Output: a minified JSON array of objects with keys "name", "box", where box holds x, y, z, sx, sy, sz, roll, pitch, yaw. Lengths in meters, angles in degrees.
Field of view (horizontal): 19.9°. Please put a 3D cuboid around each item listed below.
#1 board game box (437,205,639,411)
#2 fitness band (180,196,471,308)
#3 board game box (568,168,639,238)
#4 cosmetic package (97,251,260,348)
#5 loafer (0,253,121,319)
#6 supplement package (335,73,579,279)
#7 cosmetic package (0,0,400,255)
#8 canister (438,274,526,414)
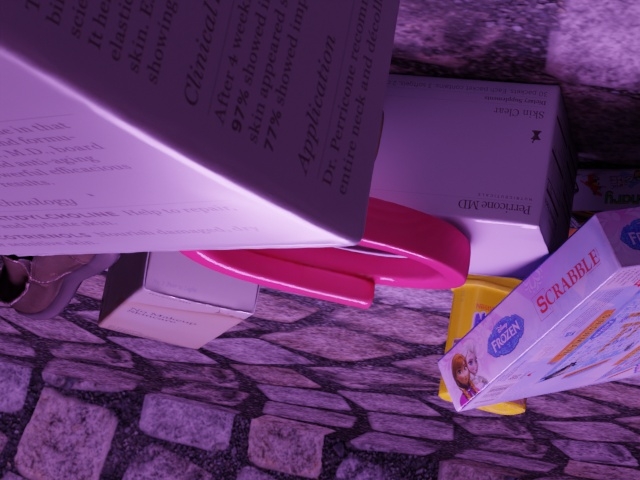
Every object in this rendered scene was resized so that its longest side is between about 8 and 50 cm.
[{"name":"board game box","box":[0.329,0.059,1.875,0.318,0.066,0.318,-7,154,-33]},{"name":"fitness band","box":[0.000,0.000,1.747,0.291,0.054,0.209,12,161,-9]},{"name":"board game box","box":[0.373,-0.007,2.027,0.193,0.053,0.305,0,162,28]},{"name":"cosmetic package","box":[-0.194,0.059,2.506,0.160,0.113,0.309,14,165,-14]},{"name":"loafer","box":[-0.360,-0.003,2.386,0.130,0.134,0.366,20,152,-21]},{"name":"supplement package","box":[0.111,-0.062,1.817,0.262,0.145,0.204,5,164,15]},{"name":"cosmetic package","box":[-0.183,-0.202,1.139,0.327,0.329,0.394,-1,161,36]},{"name":"canister","box":[0.224,0.135,2.410,0.126,0.170,0.073,16,164,-22]}]
